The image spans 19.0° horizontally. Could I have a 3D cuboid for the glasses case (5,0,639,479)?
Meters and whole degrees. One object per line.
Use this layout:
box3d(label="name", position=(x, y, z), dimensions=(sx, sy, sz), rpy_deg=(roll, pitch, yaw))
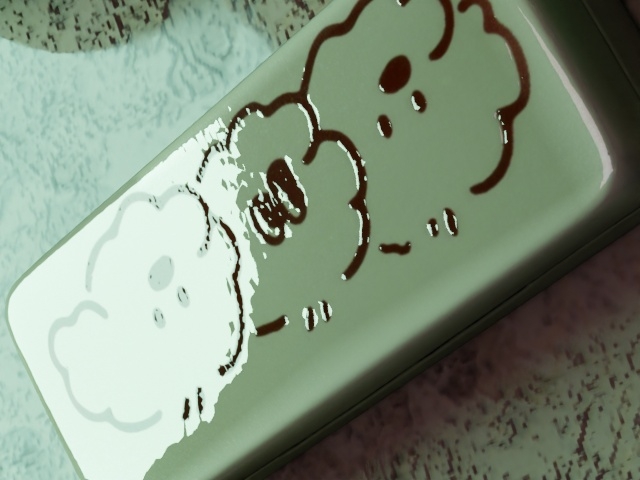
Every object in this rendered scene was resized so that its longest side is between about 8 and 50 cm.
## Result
box3d(label="glasses case", position=(0.000, 0.000, 0.841), dimensions=(0.336, 0.076, 0.144), rpy_deg=(-39, 74, 34))
